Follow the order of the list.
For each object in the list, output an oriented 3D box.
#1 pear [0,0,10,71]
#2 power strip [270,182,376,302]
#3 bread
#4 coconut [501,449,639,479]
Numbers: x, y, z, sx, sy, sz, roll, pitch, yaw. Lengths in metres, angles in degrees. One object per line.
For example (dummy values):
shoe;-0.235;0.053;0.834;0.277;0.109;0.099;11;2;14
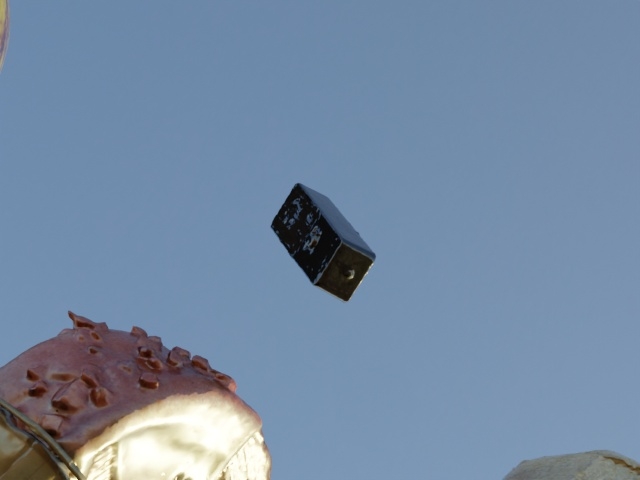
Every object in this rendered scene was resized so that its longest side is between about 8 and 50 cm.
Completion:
pear;-0.383;-0.187;1.487;0.283;0.283;0.283;9;-58;15
power strip;0.000;0.000;1.117;0.029;0.111;0.038;27;-80;-25
bread;-0.127;0.157;1.001;0.142;0.212;0.224;32;-32;38
coconut;0.203;0.262;1.467;0.194;0.194;0.194;9;-58;15
